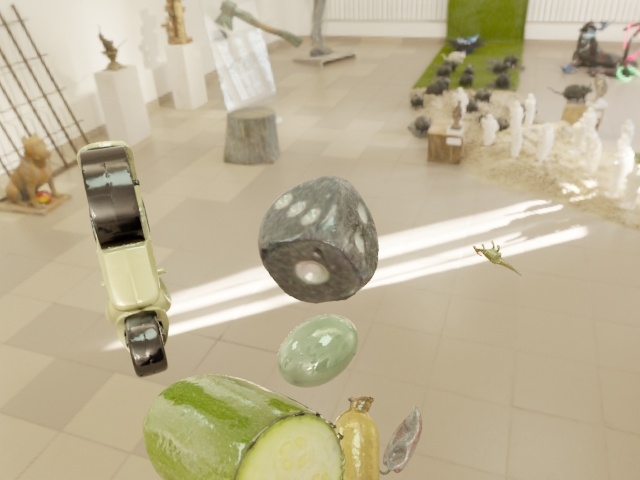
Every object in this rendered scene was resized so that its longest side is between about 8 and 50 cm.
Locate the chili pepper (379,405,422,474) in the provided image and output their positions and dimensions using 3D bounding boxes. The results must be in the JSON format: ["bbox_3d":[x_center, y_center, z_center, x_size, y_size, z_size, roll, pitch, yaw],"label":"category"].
[{"bbox_3d":[0.157,0.383,1.021,0.050,0.153,0.041,27,5,17],"label":"chili pepper"}]

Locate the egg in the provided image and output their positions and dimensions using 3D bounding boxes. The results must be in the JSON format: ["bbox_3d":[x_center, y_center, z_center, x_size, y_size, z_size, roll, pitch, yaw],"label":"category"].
[{"bbox_3d":[-0.007,0.352,1.722,0.282,0.203,0.203,-29,36,-10],"label":"egg"}]

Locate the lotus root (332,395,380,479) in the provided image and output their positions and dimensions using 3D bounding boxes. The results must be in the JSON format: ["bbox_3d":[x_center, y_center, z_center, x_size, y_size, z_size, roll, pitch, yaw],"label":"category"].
[{"bbox_3d":[0.089,0.559,1.408,0.130,0.146,0.304,-2,62,7],"label":"lotus root"}]

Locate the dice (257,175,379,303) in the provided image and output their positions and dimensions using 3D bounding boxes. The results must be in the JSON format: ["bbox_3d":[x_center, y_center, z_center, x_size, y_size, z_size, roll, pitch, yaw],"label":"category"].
[{"bbox_3d":[0.000,0.000,1.037,0.182,0.181,0.183,-16,40,25],"label":"dice"}]

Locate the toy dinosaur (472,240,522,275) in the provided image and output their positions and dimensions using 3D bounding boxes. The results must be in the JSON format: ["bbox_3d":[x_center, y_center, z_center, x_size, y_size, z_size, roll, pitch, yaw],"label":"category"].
[{"bbox_3d":[0.343,0.030,1.042,0.026,0.041,0.113,-34,46,-31],"label":"toy dinosaur"}]

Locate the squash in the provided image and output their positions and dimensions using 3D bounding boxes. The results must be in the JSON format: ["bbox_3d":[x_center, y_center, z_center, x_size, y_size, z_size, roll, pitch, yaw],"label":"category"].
[{"bbox_3d":[-0.115,0.296,0.760,0.189,0.190,0.260,-30,17,-37],"label":"squash"}]

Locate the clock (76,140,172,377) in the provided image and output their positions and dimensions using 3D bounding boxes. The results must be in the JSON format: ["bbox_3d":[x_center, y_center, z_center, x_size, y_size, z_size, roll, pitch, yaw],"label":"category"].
[{"bbox_3d":[-0.331,0.021,0.928,0.120,0.380,0.276,-10,11,-18],"label":"clock"}]
